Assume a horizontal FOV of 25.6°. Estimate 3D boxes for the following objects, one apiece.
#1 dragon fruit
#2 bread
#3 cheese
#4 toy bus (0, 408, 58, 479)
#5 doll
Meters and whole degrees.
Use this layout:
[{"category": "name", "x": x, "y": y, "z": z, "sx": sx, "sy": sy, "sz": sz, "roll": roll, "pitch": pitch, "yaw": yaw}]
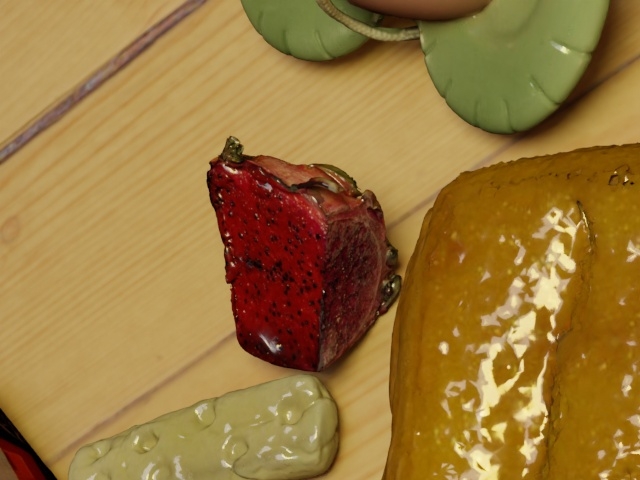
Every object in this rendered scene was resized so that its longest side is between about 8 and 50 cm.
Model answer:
[{"category": "dragon fruit", "x": 0.000, "y": 0.000, "z": 0.851, "sx": 0.102, "sy": 0.096, "sz": 0.147, "roll": 27, "pitch": 131, "yaw": 39}, {"category": "bread", "x": 0.175, "y": 0.115, "z": 0.667, "sx": 0.337, "sy": 0.148, "sz": 0.328, "roll": 2, "pitch": 74, "yaw": 33}, {"category": "cheese", "x": -0.075, "y": 0.133, "z": 0.879, "sx": 0.194, "sy": 0.043, "sz": 0.065, "roll": -19, "pitch": 65, "yaw": 26}, {"category": "toy bus", "x": -0.220, "y": 0.215, "z": 0.882, "sx": 0.127, "sy": 0.147, "sz": 0.302, "roll": -50, "pitch": 54, "yaw": 14}, {"category": "doll", "x": 0.045, "y": -0.211, "z": 0.821, "sx": 0.284, "sy": 0.216, "sz": 0.268, "roll": 25, "pitch": 117, "yaw": 37}]
